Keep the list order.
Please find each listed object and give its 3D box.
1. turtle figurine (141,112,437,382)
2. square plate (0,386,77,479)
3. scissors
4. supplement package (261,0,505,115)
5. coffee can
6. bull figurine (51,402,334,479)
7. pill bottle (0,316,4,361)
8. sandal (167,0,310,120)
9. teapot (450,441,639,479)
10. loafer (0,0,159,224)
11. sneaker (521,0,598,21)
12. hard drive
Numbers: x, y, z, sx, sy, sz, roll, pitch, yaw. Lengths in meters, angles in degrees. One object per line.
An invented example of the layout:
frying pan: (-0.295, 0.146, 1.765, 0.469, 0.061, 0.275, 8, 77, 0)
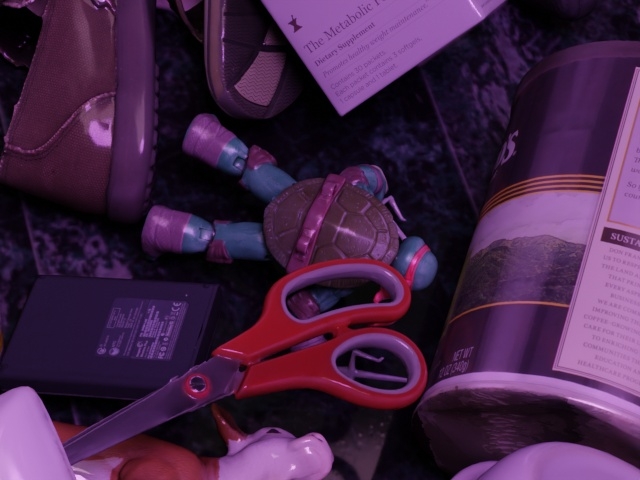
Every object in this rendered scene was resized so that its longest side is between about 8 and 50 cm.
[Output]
turtle figurine: (0.000, 0.000, 1.044, 0.234, 0.118, 0.175, 23, 61, 9)
square plate: (-0.233, 0.304, 0.769, 0.344, 0.049, 0.347, -28, 77, 9)
scissors: (-0.065, 0.076, 0.892, 0.297, 0.021, 0.109, -10, 64, -26)
supplement package: (0.015, -0.240, 1.085, 0.244, 0.139, 0.134, 54, 27, -5)
coffee can: (0.196, 0.032, 1.005, 0.201, 0.201, 0.275, 20, 61, 1)
bull figurine: (-0.146, 0.163, 0.911, 0.310, 0.188, 0.101, 1, 96, -1)
pill bottle: (-0.242, 0.054, 0.968, 0.065, 0.116, 0.065, 4, 62, -8)
sandal: (-0.078, -0.217, 1.157, 0.086, 0.120, 0.303, -27, 57, 27)
teapot: (0.142, 0.250, 0.841, 0.252, 0.187, 0.256, 42, 24, 11)
loafer: (-0.186, -0.189, 1.094, 0.130, 0.134, 0.366, 1, 63, -9)
sneaker: (0.080, -0.241, 1.196, 0.162, 0.106, 0.281, -36, 63, -19)
hard drive: (-0.142, 0.065, 1.000, 0.135, 0.022, 0.094, 3, 46, 12)
